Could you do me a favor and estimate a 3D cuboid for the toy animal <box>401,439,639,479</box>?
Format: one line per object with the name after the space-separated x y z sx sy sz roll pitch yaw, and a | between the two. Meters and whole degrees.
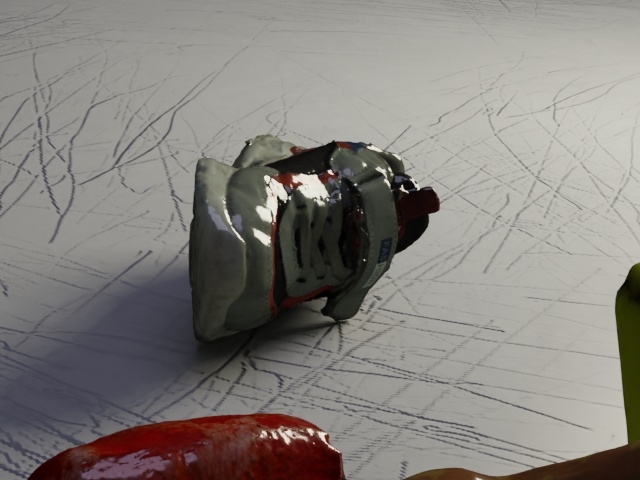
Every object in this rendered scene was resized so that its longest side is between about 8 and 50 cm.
0.063 0.100 0.538 0.230 0.066 0.224 -24 -4 -33 | toy animal

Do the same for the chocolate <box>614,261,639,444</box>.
0.300 0.113 0.626 0.301 0.137 0.289 1 21 -20 | chocolate

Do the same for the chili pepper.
-0.054 0.103 0.641 0.123 0.070 0.073 -6 40 -37 | chili pepper

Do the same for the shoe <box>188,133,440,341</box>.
0.000 -0.001 0.892 0.126 0.099 0.227 7 16 9 | shoe
